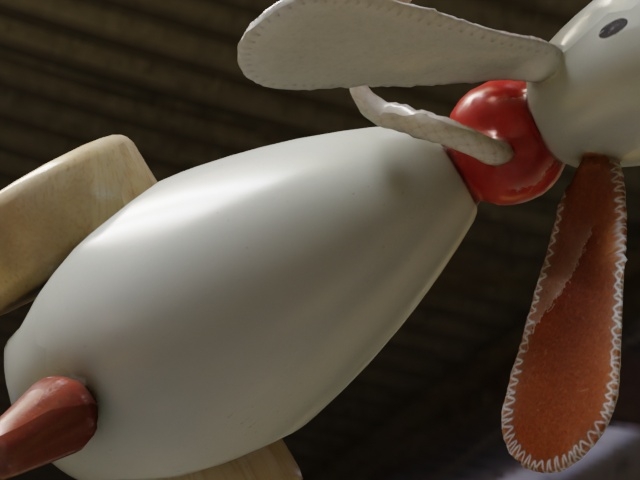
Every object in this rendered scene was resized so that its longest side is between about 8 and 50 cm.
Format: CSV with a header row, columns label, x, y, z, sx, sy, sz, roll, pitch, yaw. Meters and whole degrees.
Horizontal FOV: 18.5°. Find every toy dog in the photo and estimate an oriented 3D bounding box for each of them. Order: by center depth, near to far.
label,x,y,z,sx,sy,sz,roll,pitch,yaw
toy dog,0.000,0.000,0.664,0.220,0.161,0.333,40,-71,2
